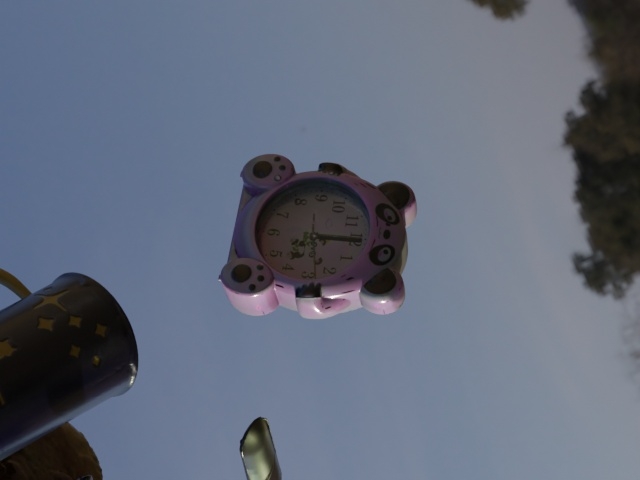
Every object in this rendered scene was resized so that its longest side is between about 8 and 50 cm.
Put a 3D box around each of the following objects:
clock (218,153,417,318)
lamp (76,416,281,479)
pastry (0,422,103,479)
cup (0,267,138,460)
[{"bbox_3d":[0.000,0.000,1.909,0.090,0.248,0.227,76,-159,-62],"label":"clock"},{"bbox_3d":[-0.178,0.315,1.688,0.203,0.283,0.124,87,170,-45],"label":"lamp"},{"bbox_3d":[-0.413,0.350,1.880,0.329,0.136,0.329,40,-149,-30],"label":"pastry"},{"bbox_3d":[-0.411,0.157,1.778,0.256,0.255,0.178,-28,-53,-42],"label":"cup"}]
